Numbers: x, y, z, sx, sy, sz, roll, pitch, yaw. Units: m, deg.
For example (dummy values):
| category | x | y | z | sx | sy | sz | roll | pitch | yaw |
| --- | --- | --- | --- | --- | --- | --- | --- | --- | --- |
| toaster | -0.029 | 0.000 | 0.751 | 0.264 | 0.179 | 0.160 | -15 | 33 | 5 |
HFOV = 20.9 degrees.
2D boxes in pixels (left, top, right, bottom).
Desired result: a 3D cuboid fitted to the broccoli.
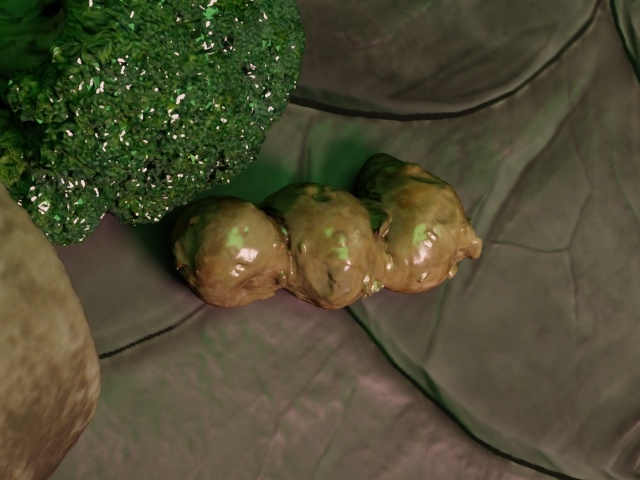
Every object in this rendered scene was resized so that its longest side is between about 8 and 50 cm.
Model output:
| category | x | y | z | sx | sy | sz | roll | pitch | yaw |
| --- | --- | --- | --- | --- | --- | --- | --- | --- | --- |
| broccoli | -0.132 | -0.133 | 1.009 | 0.245 | 0.265 | 0.294 | -2 | 46 | 1 |

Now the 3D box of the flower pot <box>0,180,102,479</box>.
| category | x | y | z | sx | sy | sz | roll | pitch | yaw |
| --- | --- | --- | --- | --- | --- | --- | --- | --- | --- |
| flower pot | -0.296 | 0.100 | 0.833 | 0.293 | 0.293 | 0.330 | 51 | 56 | -3 |

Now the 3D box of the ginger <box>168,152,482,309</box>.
| category | x | y | z | sx | sy | sz | roll | pitch | yaw |
| --- | --- | --- | --- | --- | --- | --- | --- | --- | --- |
| ginger | 0.000 | 0.000 | 1.102 | 0.204 | 0.080 | 0.104 | -12 | 56 | -29 |
